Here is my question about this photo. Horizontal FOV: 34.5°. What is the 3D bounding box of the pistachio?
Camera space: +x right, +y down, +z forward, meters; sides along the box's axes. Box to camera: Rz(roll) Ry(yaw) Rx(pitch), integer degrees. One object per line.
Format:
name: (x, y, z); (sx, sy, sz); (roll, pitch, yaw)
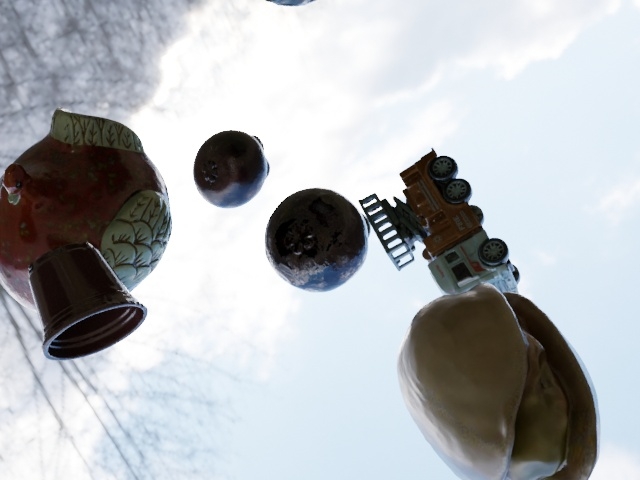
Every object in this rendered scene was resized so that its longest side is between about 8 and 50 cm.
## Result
pistachio: (0.129, 0.113, 0.770); (0.144, 0.144, 0.215); (-24, -159, 0)

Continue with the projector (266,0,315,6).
projector: (-0.031, -0.503, 1.146); (0.395, 0.242, 0.405); (37, -131, 14)

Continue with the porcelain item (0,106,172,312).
porcelain item: (-0.308, -0.039, 1.249); (0.253, 0.253, 0.253); (-18, -151, 10)

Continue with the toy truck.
toy truck: (0.131, 0.001, 1.116); (0.115, 0.080, 0.177); (-31, -123, 4)

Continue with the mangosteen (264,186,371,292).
mangosteen: (0.000, 0.000, 1.425); (0.153, 0.152, 0.152); (-18, -151, 10)

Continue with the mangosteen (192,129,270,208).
mangosteen: (-0.135, -0.115, 1.652); (0.140, 0.140, 0.140); (-18, -151, 10)

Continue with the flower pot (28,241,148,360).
flower pot: (-0.238, 0.055, 1.022); (0.111, 0.111, 0.089); (-27, -110, -5)
